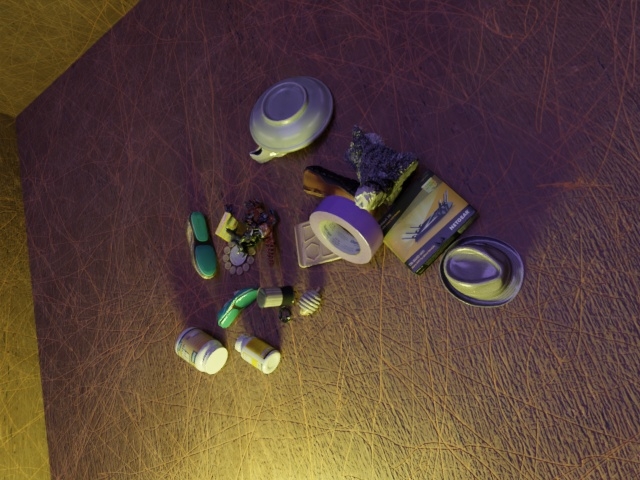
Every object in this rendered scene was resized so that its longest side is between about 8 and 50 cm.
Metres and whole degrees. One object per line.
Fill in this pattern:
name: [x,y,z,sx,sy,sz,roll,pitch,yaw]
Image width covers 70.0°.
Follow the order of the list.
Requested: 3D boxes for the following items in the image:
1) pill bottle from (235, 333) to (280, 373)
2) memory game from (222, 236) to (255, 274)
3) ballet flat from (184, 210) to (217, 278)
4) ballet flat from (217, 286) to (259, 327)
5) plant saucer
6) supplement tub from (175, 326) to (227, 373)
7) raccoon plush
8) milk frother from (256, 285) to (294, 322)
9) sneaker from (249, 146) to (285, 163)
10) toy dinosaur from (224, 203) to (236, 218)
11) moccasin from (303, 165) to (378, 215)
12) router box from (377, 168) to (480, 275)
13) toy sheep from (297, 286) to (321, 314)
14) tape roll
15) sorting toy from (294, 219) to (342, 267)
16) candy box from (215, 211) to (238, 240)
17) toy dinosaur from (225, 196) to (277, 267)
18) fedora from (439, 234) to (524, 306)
pill bottle: [-0.263,0.462,1.889,0.184,0.103,0.103,24,91,31]
memory game: [-0.372,0.067,2.085,0.186,0.012,0.186,-6,77,27]
ballet flat: [-0.571,0.032,2.155,0.123,0.123,0.349,-26,69,22]
ballet flat: [-0.371,0.272,2.005,0.247,0.083,0.087,-47,48,11]
plant saucer: [-0.144,-0.576,1.993,0.400,0.100,0.401,-7,65,16]
supplement tub: [-0.521,0.482,2.002,0.199,0.144,0.145,22,91,31]
raccoon plush: [0.161,-0.285,1.645,0.299,0.446,0.216,37,112,17]
milk frother: [-0.185,0.265,1.868,0.129,0.134,0.143,-44,54,49]
sneaker: [-0.223,-0.416,2.058,0.212,0.094,0.080,-26,67,22]
toy dinosaur: [-0.426,-0.130,2.154,0.090,0.047,0.082,-7,84,61]
moccasin: [0.069,-0.178,1.823,0.379,0.139,0.147,27,118,32]
router box: [0.376,-0.066,1.661,0.309,0.081,0.243,-48,61,12]
toy sheep: [-0.041,0.240,1.826,0.091,0.091,0.132,29,89,30]
tape roll: [0.094,-0.038,1.695,0.274,0.275,0.090,23,62,31]
sorting toy: [0.000,0.000,1.884,0.208,0.038,0.193,-14,73,21]
candy box: [-0.413,-0.058,2.023,0.027,0.206,0.105,21,82,3]
toy dinosaur: [-0.278,-0.037,1.981,0.218,0.164,0.322,-25,48,-2]
fedora: [0.524,0.095,1.521,0.275,0.124,0.244,20,90,31]
